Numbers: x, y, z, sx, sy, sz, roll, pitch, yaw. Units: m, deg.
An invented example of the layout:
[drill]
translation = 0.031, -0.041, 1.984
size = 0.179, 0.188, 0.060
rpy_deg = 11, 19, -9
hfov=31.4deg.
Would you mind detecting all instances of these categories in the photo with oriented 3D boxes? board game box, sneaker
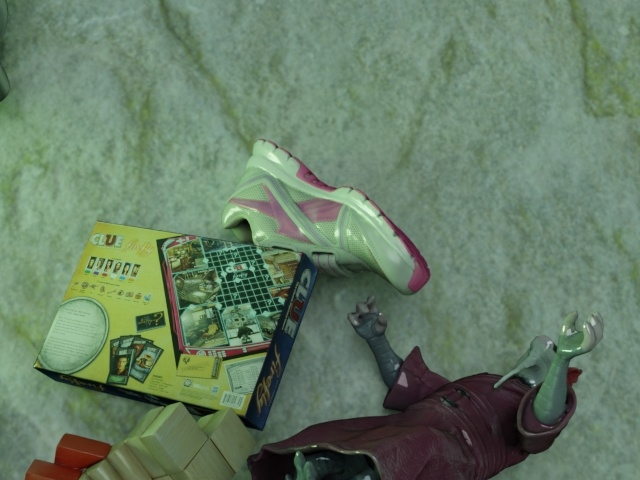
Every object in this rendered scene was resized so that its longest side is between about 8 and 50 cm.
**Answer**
[board game box]
translation = -0.139, 0.075, 1.085
size = 0.243, 0.042, 0.165
rpy_deg = 9, 67, 27
[sneaker]
translation = 0.000, 0.000, 1.129
size = 0.252, 0.103, 0.111
rpy_deg = 31, 83, 38

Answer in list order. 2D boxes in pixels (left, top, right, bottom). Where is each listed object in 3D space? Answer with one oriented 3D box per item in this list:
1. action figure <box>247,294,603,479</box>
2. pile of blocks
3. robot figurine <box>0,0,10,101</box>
[action figure]
translation = 0.121, 0.195, 1.035
size = 0.370, 0.248, 0.275
rpy_deg = -18, 106, -35
[pile of blocks]
translation = -0.232, 0.238, 0.957
size = 0.362, 0.149, 0.112
rpy_deg = -37, 106, -14
[robot figurine]
translation = -0.460, -0.270, 1.158
size = 0.300, 0.200, 0.353
rpy_deg = -33, 76, -16
